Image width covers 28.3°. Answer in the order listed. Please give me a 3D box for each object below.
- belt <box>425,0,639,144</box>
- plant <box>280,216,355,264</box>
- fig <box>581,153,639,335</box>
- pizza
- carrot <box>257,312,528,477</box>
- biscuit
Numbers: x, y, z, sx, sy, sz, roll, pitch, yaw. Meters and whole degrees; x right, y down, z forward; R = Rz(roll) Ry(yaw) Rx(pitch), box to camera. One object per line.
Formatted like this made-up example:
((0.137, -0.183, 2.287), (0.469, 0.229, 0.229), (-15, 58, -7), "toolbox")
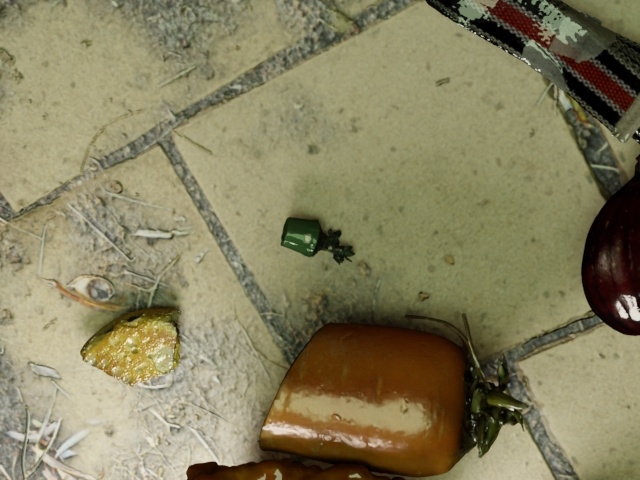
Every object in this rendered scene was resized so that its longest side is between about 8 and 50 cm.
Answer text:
((0.288, -0.234, 1.516), (0.359, 0.126, 0.094), (35, 121, 5), "belt")
((0.000, 0.000, 1.685), (0.102, 0.051, 0.051), (16, 112, -11), "plant")
((0.406, -0.007, 1.555), (0.203, 0.186, 0.250), (-16, 100, 33), "fig")
((-0.256, 0.149, 1.782), (0.160, 0.036, 0.099), (-23, 104, 16), "pizza")
((0.104, 0.206, 1.667), (0.331, 0.214, 0.193), (10, 145, 9), "carrot")
((-0.004, 0.381, 1.709), (0.318, 0.111, 0.312), (0, 151, 13), "biscuit")
